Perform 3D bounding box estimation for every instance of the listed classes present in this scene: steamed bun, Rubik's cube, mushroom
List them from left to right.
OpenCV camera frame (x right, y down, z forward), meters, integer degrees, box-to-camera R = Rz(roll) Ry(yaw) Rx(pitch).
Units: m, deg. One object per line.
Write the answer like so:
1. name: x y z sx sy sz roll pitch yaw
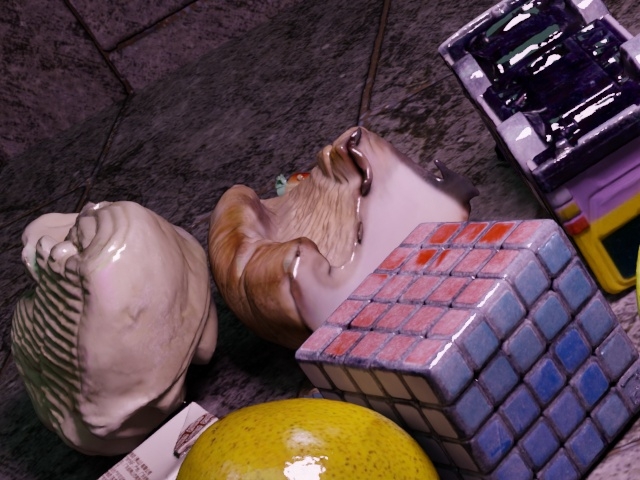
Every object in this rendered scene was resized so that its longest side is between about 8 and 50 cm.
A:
1. steamed bun: -0.263 0.105 2.552 0.247 0.352 0.339 -10 17 -28
2. mushroom: -0.026 0.036 2.546 0.397 0.224 0.313 -16 42 54
3. Rubik's cube: 0.163 0.136 1.985 0.237 0.237 0.238 -46 25 -23

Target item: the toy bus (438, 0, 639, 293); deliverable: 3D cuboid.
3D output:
1. toy bus: 0.322 -0.142 2.313 0.209 0.249 0.440 -33 28 3

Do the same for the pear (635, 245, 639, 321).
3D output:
1. pear: 0.431 0.110 1.727 0.292 0.159 0.292 -8 61 14

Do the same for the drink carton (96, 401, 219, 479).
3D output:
1. drink carton: -0.194 0.359 2.077 0.324 0.194 0.132 -39 24 -13

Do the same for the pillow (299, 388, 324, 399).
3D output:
1. pillow: 0.019 0.218 2.292 0.256 0.034 0.189 -31 24 5

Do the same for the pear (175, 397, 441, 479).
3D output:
1. pear: -0.017 0.292 1.869 0.294 0.294 0.294 -29 22 13

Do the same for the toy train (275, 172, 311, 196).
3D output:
1. toy train: 0.000 -0.061 2.774 0.074 0.118 0.176 -44 25 -28
